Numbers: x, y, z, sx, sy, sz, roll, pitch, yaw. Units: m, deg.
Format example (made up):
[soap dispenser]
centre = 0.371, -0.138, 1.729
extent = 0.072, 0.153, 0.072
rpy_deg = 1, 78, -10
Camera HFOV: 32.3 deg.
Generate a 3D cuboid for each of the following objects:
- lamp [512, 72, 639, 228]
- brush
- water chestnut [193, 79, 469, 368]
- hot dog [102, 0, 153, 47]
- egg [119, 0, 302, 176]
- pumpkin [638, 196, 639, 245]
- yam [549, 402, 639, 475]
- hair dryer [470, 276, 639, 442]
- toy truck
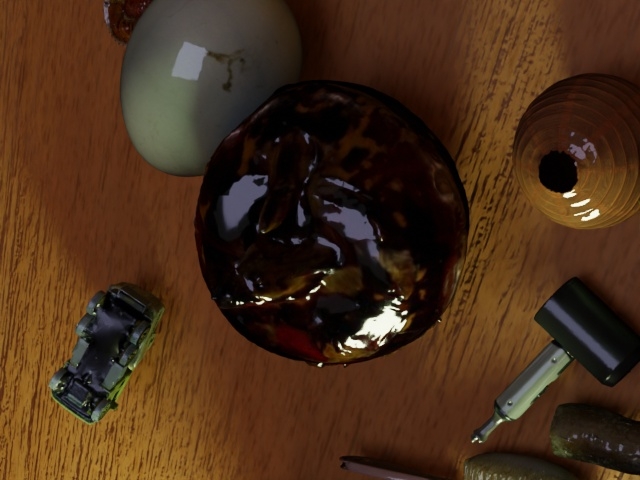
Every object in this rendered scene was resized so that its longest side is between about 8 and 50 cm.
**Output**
[lamp]
centre = 0.232, -0.076, 0.952
extent = 0.136, 0.136, 0.136
rpy_deg = 14, 114, 36
[brush]
centre = 0.150, 0.249, 1.186
extent = 0.312, 0.072, 0.067
rpy_deg = 5, 84, 41
[water chestnut]
centre = 0.000, 0.000, 1.068
extent = 0.300, 0.300, 0.300
rpy_deg = 14, 114, 36
[hot dog]
centre = -0.189, -0.283, 1.283
extent = 0.192, 0.053, 0.099
rpy_deg = -11, 94, 39
[egg]
centre = -0.122, -0.171, 1.179
extent = 0.183, 0.182, 0.264
rpy_deg = 52, 136, 14
[pumpkin]
centre = 0.359, 0.016, 0.905
extent = 0.130, 0.149, 0.254
rpy_deg = -119, 11, -51
[yam]
centre = 0.332, 0.193, 1.009
extent = 0.252, 0.061, 0.061
rpy_deg = 3, 107, 40
[hair dryer]
centre = 0.215, 0.136, 1.065
extent = 0.100, 0.057, 0.198
rpy_deg = 48, 115, 18
[toy truck]
centre = -0.272, 0.139, 1.459
extent = 0.085, 0.116, 0.191
rpy_deg = 32, 111, 9
